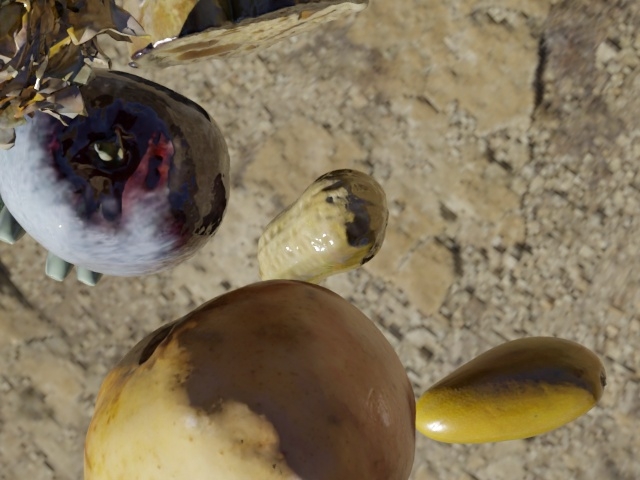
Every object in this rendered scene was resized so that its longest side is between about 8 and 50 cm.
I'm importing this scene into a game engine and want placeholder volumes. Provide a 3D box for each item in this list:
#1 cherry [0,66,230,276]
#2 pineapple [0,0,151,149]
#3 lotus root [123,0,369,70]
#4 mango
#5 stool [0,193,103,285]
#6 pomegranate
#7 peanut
[{"bbox_3d":[-0.225,-0.070,1.501,0.255,0.218,0.296,9,160,-4],"label":"cherry"},{"bbox_3d":[-0.265,-0.185,0.816,0.352,0.300,0.352,-3,102,-14],"label":"pineapple"},{"bbox_3d":[-0.113,-0.352,1.711,0.316,0.316,0.250,-7,101,33],"label":"lotus root"},{"bbox_3d":[0.238,0.194,1.752,0.253,0.138,0.113,-16,123,2],"label":"mango"},{"bbox_3d":[-0.398,-0.056,2.069,0.195,0.198,0.195,32,164,-27],"label":"stool"},{"bbox_3d":[-0.054,0.210,1.317,0.338,0.338,0.338,14,123,23],"label":"pomegranate"},{"bbox_3d":[0.000,0.000,1.597,0.110,0.120,0.236,52,142,4],"label":"peanut"}]
